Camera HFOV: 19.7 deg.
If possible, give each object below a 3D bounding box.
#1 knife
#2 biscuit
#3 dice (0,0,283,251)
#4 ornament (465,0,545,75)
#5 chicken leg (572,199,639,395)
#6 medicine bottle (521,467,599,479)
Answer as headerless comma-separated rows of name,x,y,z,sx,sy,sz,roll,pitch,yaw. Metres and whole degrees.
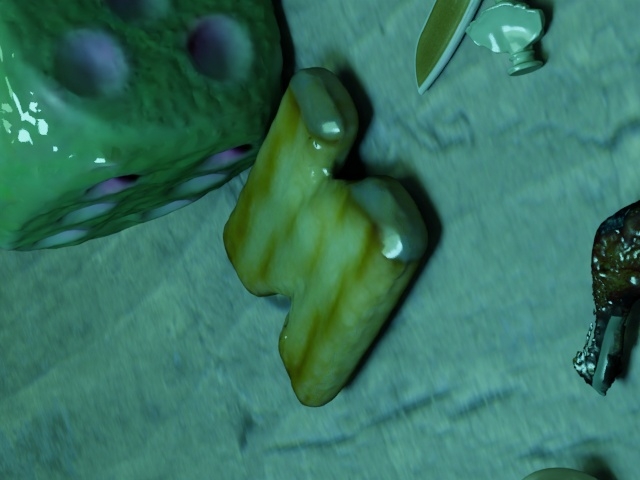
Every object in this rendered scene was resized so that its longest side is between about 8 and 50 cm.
knife,0.121,-0.219,1.555,0.046,0.022,0.256,55,142,27
biscuit,0.000,0.000,1.787,0.237,0.062,0.290,61,144,29
dice,-0.245,-0.183,1.882,0.322,0.318,0.330,-34,71,58
ornament,0.153,-0.180,1.495,0.068,0.041,0.092,15,105,36
chicken leg,0.249,0.027,1.400,0.106,0.051,0.253,60,148,20
medicine bottle,0.170,0.303,1.554,0.114,0.114,0.252,58,144,31
